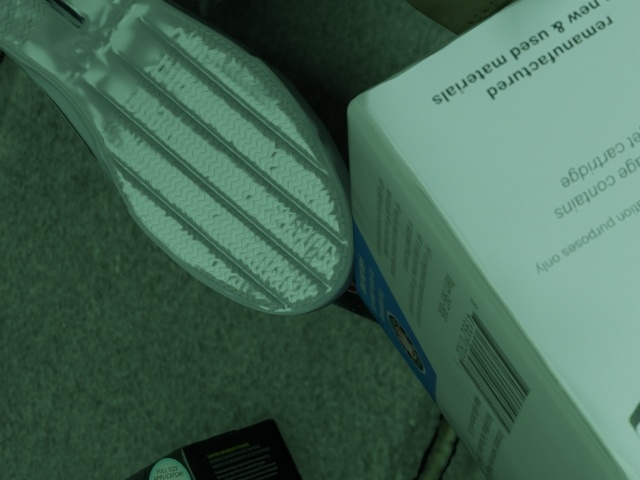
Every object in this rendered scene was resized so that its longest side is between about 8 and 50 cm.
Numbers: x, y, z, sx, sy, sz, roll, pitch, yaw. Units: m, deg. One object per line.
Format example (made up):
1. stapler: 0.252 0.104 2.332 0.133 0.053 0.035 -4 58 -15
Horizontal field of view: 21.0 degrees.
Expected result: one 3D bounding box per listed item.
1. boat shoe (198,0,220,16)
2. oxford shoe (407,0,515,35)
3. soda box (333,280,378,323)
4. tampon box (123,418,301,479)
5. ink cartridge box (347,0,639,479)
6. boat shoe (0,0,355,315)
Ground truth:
1. boat shoe: -0.083 -0.207 1.053 0.367 0.156 0.136 23 73 42
2. oxford shoe: 0.169 -0.234 0.849 0.348 0.130 0.123 -36 35 20
3. soda box: 0.000 0.000 1.069 0.169 0.060 0.053 22 108 31
4. tampon box: -0.067 0.218 1.116 0.120 0.101 0.161 -33 77 32
5. ink cartridge box: 0.186 0.099 0.803 0.166 0.285 0.395 -32 74 -8
6. boat shoe: -0.090 -0.089 1.037 0.121 0.119 0.335 -45 77 8
